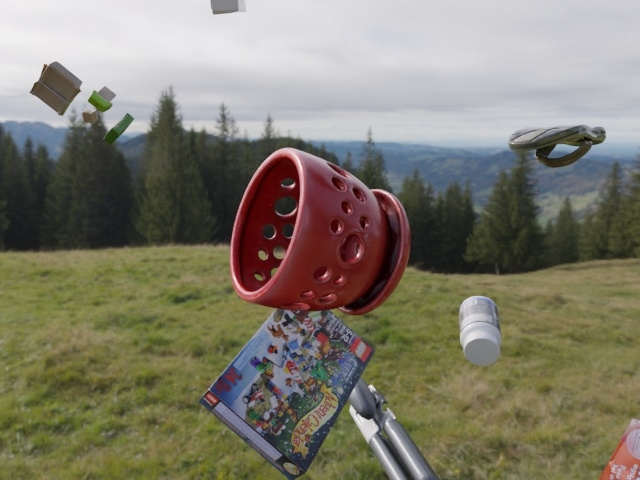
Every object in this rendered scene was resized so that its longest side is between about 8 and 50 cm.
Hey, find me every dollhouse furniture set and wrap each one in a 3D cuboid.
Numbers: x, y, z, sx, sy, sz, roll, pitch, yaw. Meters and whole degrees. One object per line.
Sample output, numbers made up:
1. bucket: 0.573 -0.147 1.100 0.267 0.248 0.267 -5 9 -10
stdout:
1. dollhouse furniture set: -0.390 -0.232 0.923 0.076 0.152 0.058 -38 23 33

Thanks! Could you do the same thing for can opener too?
1. can opener: 0.112 0.354 0.995 0.093 0.074 0.280 34 7 -32

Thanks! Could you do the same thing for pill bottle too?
1. pill bottle: 0.311 0.175 1.082 0.078 0.078 0.137 2 28 12

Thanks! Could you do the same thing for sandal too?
1. sandal: 0.514 -0.197 1.171 0.303 0.086 0.120 -7 10 -38

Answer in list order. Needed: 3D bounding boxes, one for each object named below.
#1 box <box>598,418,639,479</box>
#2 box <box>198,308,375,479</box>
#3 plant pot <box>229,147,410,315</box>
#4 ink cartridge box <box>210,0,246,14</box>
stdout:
1. box: 0.440 0.296 0.607 0.257 0.122 0.128 17 11 -26
2. box: -0.036 0.186 0.778 0.159 0.044 0.233 40 43 1
3. plant pot: 0.000 0.000 0.697 0.174 0.191 0.191 17 -2 -32
4. ink cartridge box: -0.213 -0.577 1.271 0.063 0.109 0.150 -4 22 0
